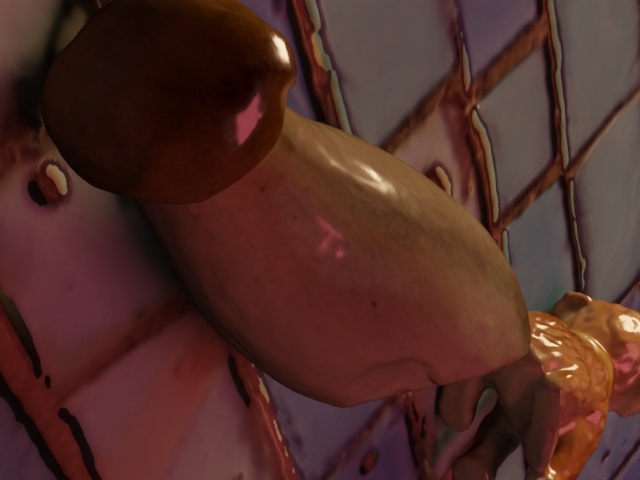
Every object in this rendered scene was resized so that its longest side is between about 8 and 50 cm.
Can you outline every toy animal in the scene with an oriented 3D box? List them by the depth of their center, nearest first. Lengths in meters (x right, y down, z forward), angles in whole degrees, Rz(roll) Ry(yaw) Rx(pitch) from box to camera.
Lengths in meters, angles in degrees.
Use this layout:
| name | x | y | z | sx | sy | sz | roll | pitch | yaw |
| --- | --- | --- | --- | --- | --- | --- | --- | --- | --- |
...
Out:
| name | x | y | z | sx | sy | sz | roll | pitch | yaw |
| --- | --- | --- | --- | --- | --- | --- | --- | --- | --- |
| toy animal | 0.171 | 0.068 | 1.033 | 0.185 | 0.104 | 0.183 | -24 | 123 | -39 |

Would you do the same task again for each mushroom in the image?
| name | x | y | z | sx | sy | sz | roll | pitch | yaw |
| --- | --- | --- | --- | --- | --- | --- | --- | --- | --- |
| mushroom | 0.000 | 0.000 | 0.720 | 0.128 | 0.128 | 0.350 | -59 | 144 | -9 |
